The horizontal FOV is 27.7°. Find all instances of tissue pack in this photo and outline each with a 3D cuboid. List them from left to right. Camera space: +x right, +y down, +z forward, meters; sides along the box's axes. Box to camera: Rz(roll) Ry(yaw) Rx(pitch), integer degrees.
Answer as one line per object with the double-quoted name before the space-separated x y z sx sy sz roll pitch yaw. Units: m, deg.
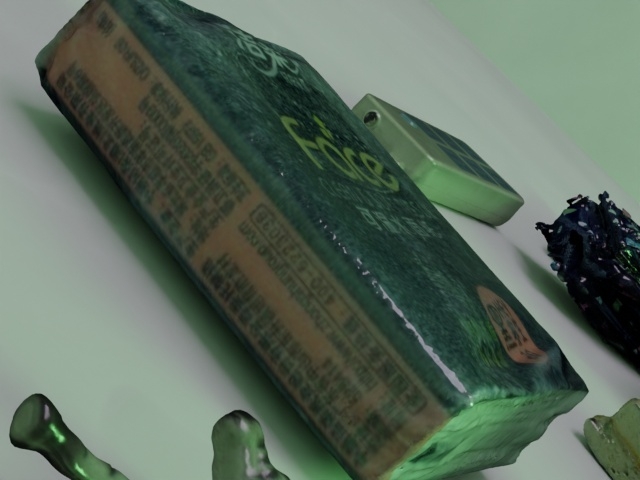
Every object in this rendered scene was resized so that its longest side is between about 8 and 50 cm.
"tissue pack" 0.000 0.000 0.761 0.315 0.103 0.228 50 15 21

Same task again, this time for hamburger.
"hamburger" 0.272 0.186 1.040 0.121 0.054 0.084 55 16 30

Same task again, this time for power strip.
"power strip" 0.126 -0.084 1.395 0.118 0.046 0.270 52 19 28

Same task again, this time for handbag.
"handbag" 0.351 0.062 1.442 0.260 0.113 0.162 45 21 -22

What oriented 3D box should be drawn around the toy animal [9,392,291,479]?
"toy animal" -0.026 0.127 0.405 0.176 0.073 0.217 35 7 -41
